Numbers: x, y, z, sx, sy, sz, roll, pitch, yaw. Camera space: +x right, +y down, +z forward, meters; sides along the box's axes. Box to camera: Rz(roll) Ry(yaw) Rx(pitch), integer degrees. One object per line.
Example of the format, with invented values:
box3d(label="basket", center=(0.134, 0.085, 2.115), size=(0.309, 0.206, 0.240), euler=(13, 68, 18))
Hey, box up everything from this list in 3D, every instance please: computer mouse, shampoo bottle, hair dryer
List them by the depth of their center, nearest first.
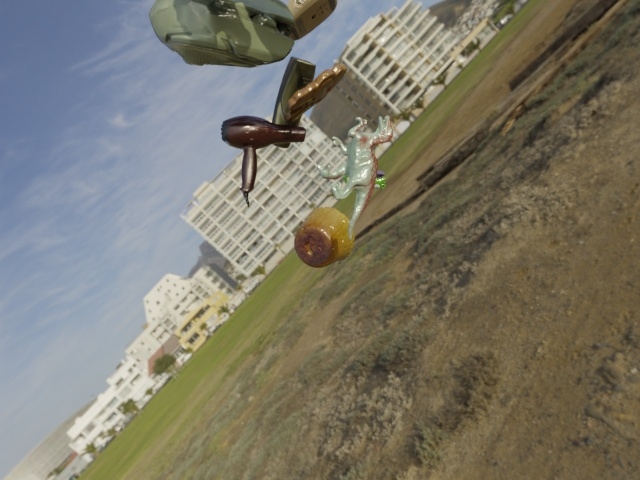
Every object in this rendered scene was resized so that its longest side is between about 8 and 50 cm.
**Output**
box3d(label="computer mouse", center=(-0.287, -0.647, 1.217), size=(0.145, 0.429, 0.228), euler=(-174, 86, -79))
box3d(label="computer mouse", center=(-0.047, -0.823, 1.470), size=(0.237, 0.082, 0.145), euler=(-36, -14, 8))
box3d(label="hair dryer", center=(-0.215, -0.287, 1.522), size=(0.123, 0.313, 0.340), euler=(161, 111, -75))
box3d(label="shampoo bottle", center=(-0.121, -0.547, 1.660), size=(0.126, 0.084, 0.350), euler=(0, -57, -39))

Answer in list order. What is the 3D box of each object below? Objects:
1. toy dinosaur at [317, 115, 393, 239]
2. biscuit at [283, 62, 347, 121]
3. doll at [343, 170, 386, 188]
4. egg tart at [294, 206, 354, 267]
box3d(label="toy dinosaur", center=(0.083, -0.128, 0.834), size=(0.167, 0.242, 0.053), euler=(-9, -3, -13))
box3d(label="biscuit", center=(-0.013, -0.536, 1.483), size=(0.295, 0.044, 0.186), euler=(-43, 3, -14))
box3d(label="doll", center=(0.191, -0.261, 1.765), size=(0.050, 0.190, 0.115), euler=(-83, 11, -63))
box3d(label="egg tart", center=(0.000, 0.000, 1.376), size=(0.202, 0.202, 0.147), euler=(-44, -4, 33))
